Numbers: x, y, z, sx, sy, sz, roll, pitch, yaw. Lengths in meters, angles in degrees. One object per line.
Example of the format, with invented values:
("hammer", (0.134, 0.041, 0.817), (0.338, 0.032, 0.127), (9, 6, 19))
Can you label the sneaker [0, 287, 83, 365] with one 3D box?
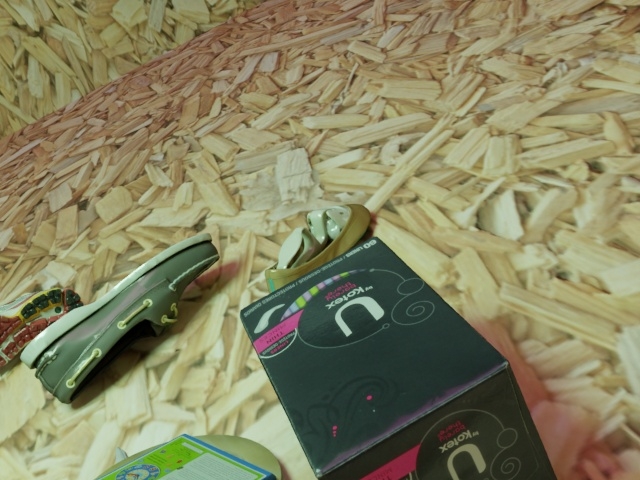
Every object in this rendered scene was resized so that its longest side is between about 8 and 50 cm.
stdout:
("sneaker", (-0.481, 0.139, 1.249), (0.225, 0.088, 0.093), (-21, 10, -22))

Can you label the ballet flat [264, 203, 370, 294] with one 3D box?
("ballet flat", (0.000, 0.000, 1.079), (0.080, 0.073, 0.232), (-6, 33, 35))

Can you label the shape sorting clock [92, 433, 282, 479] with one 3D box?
("shape sorting clock", (-0.137, 0.244, 0.757), (0.206, 0.040, 0.206), (-7, 15, 2))

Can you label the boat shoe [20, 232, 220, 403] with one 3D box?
("boat shoe", (-0.253, 0.101, 1.105), (0.305, 0.091, 0.109), (-37, -9, -25))

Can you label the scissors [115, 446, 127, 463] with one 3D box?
("scissors", (-0.185, 0.284, 0.786), (0.109, 0.021, 0.297), (-38, 29, -23))

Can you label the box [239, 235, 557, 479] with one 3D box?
("box", (0.053, 0.132, 0.712), (0.165, 0.143, 0.270), (-30, 27, -6))
